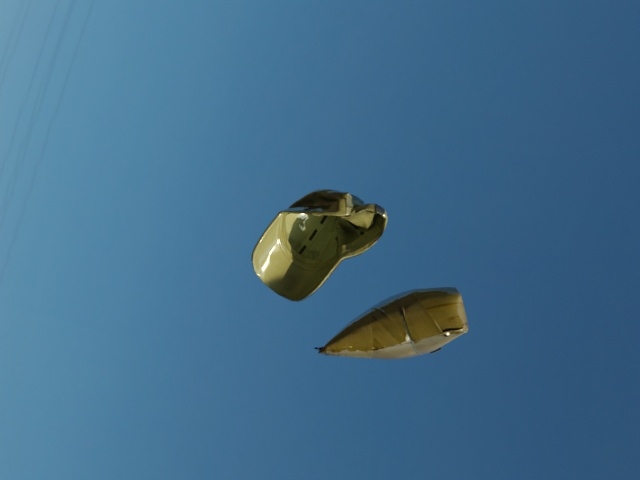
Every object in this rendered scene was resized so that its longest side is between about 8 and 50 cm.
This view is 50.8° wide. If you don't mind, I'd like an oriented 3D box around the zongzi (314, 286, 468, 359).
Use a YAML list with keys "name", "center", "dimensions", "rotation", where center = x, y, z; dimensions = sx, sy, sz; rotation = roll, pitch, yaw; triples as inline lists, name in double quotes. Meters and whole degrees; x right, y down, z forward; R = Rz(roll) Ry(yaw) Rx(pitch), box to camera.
- name: "zongzi"
  center: [0.110, 0.165, 1.167]
  dimensions: [0.256, 0.228, 0.115]
  rotation: [-19, -102, -7]

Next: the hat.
- name: "hat"
  center: [-0.003, 0.004, 0.855]
  dimensions: [0.122, 0.081, 0.166]
  rotation: [35, -89, 6]
